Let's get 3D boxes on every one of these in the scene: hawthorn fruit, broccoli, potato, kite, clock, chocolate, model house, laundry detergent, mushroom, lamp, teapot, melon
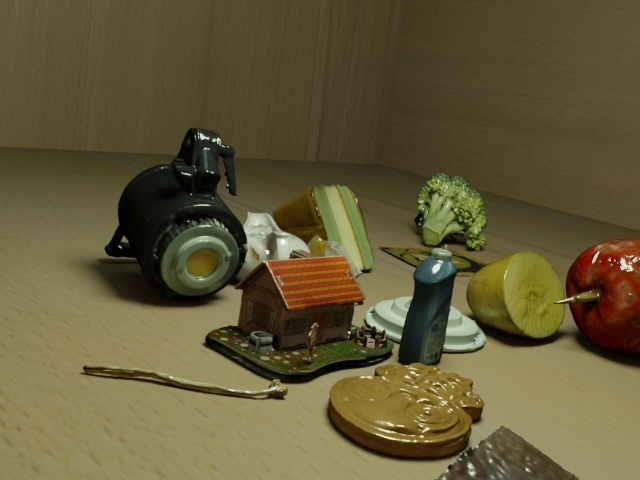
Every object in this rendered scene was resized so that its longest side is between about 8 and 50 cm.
[{"bbox_3d":[0.621,0.108,1.472,0.258,0.258,0.262,19,-5,40],"label":"hawthorn fruit"},{"bbox_3d":[0.383,-0.059,2.295,0.247,0.263,0.243,-24,14,44],"label":"broccoli"},{"bbox_3d":[0.378,0.115,1.511,0.204,0.178,0.158,-15,2,-38],"label":"potato"},{"bbox_3d":[0.319,0.050,2.066,0.328,0.013,0.377,10,13,12],"label":"kite"},{"bbox_3d":[0.204,0.150,1.433,0.237,0.053,0.236,7,13,-2],"label":"clock"},{"bbox_3d":[0.140,0.282,0.690,0.112,0.111,0.321,27,19,29],"label":"chocolate"},{"bbox_3d":[-0.015,0.109,1.233,0.207,0.153,0.294,18,15,42],"label":"model house"},{"bbox_3d":[0.187,0.107,1.252,0.097,0.206,0.061,-2,17,-45],"label":"laundry detergent"},{"bbox_3d":[-0.188,0.196,1.036,0.286,0.025,0.028,6,-3,-5],"label":"mushroom"},{"bbox_3d":[-0.271,-0.006,1.438,0.205,0.374,0.272,9,43,-31],"label":"lamp"},{"bbox_3d":[-0.116,0.023,1.596,0.204,0.139,0.298,6,12,-23],"label":"teapot"},{"bbox_3d":[0.032,0.058,1.659,0.140,0.093,0.202,12,15,-23],"label":"melon"}]

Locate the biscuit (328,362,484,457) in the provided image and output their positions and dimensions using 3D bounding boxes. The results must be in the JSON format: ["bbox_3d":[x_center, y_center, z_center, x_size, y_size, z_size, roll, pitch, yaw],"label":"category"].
[{"bbox_3d":[0.131,0.229,1.056,0.202,0.044,0.289,16,16,32],"label":"biscuit"}]

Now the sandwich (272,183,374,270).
[{"bbox_3d":[0.000,0.000,1.871,0.155,0.227,0.198,-6,-17,-44],"label":"sandwich"}]
